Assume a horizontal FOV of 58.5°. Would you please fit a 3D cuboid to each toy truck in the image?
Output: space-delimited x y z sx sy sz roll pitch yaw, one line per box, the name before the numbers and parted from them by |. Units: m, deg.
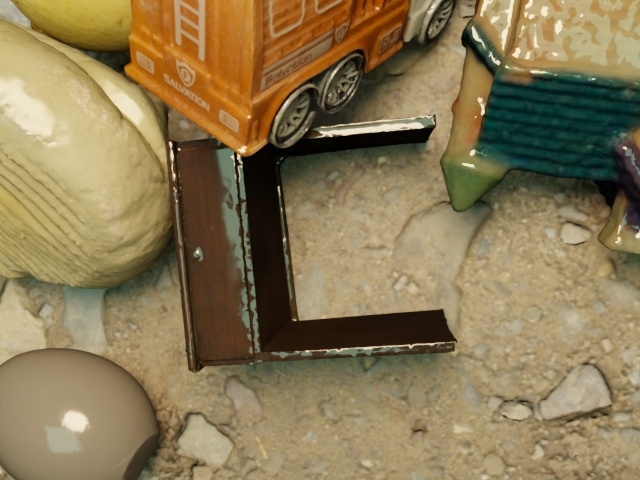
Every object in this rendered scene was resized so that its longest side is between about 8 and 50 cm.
toy truck | 0.006 -0.267 0.557 0.173 0.207 0.387 36 55 16

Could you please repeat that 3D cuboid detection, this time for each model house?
model house | 0.294 -0.137 0.606 0.312 0.245 0.280 9 102 8

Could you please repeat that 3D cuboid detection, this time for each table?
table | 0.000 0.000 0.669 0.282 0.196 0.250 -5 92 8

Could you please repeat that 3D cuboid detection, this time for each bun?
bun | -0.316 -0.105 0.659 0.365 0.365 0.219 19 54 7

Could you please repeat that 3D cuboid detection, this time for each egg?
egg | -0.327 0.231 0.740 0.232 0.176 0.176 24 96 15

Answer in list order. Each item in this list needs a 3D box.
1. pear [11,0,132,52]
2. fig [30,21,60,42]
pear | -0.214 -0.363 0.619 0.309 0.309 0.309 0 93 8
fig | -0.370 -0.310 0.782 0.050 0.050 0.083 -12 72 9
